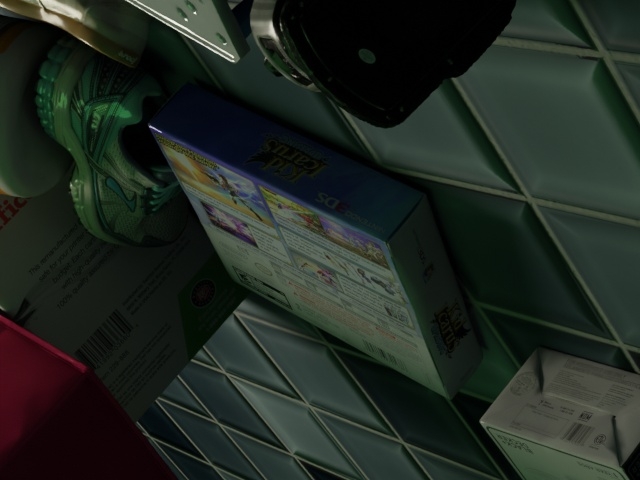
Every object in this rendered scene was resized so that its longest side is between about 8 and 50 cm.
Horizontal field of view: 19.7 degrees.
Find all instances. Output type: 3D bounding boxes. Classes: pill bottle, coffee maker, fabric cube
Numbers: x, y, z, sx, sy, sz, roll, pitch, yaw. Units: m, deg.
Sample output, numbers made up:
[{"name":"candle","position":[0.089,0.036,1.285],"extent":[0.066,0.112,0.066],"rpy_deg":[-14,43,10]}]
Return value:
[{"name":"pill bottle","position":[-0.368,-0.142,1.715],"extent":[0.278,0.162,0.162],"rpy_deg":[13,151,21]},{"name":"coffee maker","position":[0.048,-0.150,1.092],"extent":[0.178,0.171,0.120],"rpy_deg":[-133,21,-75]},{"name":"fabric cube","position":[-0.332,0.240,1.807],"extent":[0.259,0.258,0.254],"rpy_deg":[25,157,40]}]

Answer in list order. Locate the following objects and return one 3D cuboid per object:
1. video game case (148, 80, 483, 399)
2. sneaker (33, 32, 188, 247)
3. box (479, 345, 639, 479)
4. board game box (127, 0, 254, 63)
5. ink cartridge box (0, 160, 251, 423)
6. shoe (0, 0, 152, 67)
[{"name":"video game case","position":[0.000,0.000,1.603],"extent":[0.269,0.061,0.244],"rpy_deg":[27,158,32]},{"name":"sneaker","position":[-0.166,-0.068,1.701],"extent":[0.122,0.110,0.283],"rpy_deg":[20,157,25]},{"name":"box","position":[0.277,0.227,1.548],"extent":[0.169,0.087,0.290],"rpy_deg":[13,147,52]},{"name":"board game box","position":[-0.221,-0.332,1.251],"extent":[0.390,0.050,0.390],"rpy_deg":[33,161,38]},{"name":"ink cartridge box","position":[-0.242,0.017,1.866],"extent":[0.289,0.211,0.121],"rpy_deg":[51,159,-26]},{"name":"shoe","position":[-0.215,-0.206,1.575],"extent":[0.219,0.058,0.077],"rpy_deg":[29,-171,41]}]
